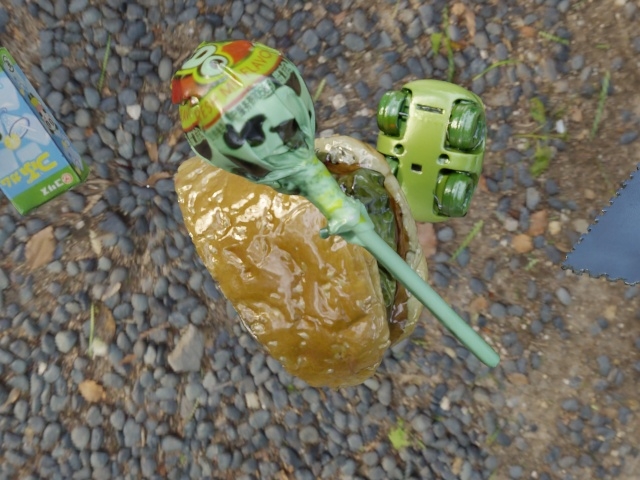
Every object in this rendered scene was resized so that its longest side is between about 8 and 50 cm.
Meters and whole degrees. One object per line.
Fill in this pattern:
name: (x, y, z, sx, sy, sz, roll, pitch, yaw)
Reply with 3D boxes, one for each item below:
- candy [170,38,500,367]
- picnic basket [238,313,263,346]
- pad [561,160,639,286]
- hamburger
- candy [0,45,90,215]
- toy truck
candy: (0.022, -0.014, 0.563, 0.083, 0.091, 0.305, -47, 108, -3)
picnic basket: (-0.022, 0.043, 1.346, 0.293, 0.337, 0.337, 4, 94, 27)
pad: (0.449, -0.020, 0.934, 0.269, 0.270, 0.012, -41, 128, -31)
hamburger: (0.003, -0.002, 0.916, 0.209, 0.162, 0.330, -35, 94, 33)
candy: (-0.390, -0.137, 1.043, 0.097, 0.062, 0.194, -28, 111, 6)
toy truck: (0.165, -0.137, 1.144, 0.148, 0.210, 0.187, 15, 124, 24)
